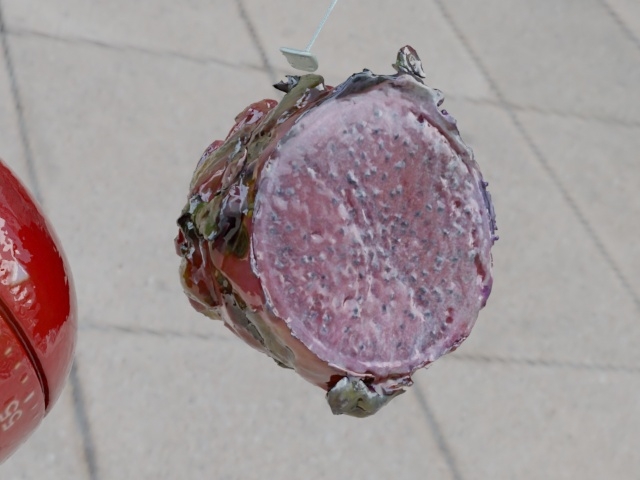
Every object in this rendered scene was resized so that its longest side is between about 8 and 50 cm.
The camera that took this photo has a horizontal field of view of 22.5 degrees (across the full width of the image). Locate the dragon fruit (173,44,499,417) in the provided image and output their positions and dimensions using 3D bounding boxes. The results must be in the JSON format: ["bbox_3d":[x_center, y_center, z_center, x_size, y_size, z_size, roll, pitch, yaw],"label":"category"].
[{"bbox_3d":[0.000,0.000,1.561,0.314,0.263,0.296,-46,107,-27],"label":"dragon fruit"}]

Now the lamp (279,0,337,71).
[{"bbox_3d":[0.010,-0.303,2.035,0.050,0.056,0.198,17,70,23],"label":"lamp"}]

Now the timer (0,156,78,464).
[{"bbox_3d":[-0.390,0.042,1.399,0.378,0.378,0.279,29,59,16],"label":"timer"}]
